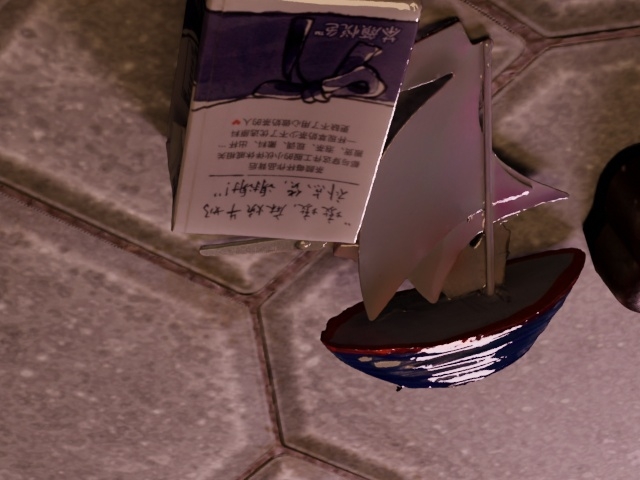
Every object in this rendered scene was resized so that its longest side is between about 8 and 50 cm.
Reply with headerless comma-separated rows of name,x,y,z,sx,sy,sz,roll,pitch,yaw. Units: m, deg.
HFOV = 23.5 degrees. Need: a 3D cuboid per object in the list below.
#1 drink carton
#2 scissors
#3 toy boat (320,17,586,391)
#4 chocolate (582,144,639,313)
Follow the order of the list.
drink carton,-0.025,-0.105,1.015,0.134,0.101,0.222,2,136,-13
scissors,0.000,0.000,1.192,0.189,0.015,0.100,-4,136,-2
toy boat,0.083,0.002,1.143,0.219,0.072,0.318,-36,135,-2
chocolate,0.274,0.005,1.188,0.125,0.080,0.148,2,134,-9
